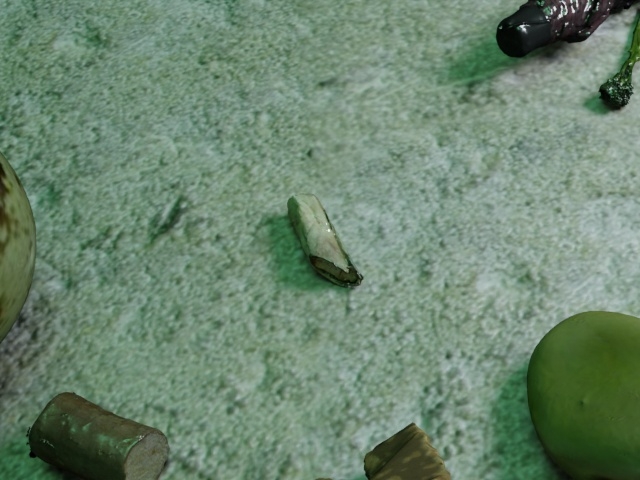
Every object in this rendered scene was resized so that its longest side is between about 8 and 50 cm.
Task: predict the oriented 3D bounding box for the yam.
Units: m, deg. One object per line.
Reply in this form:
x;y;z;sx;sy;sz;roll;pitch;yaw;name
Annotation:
-0.233;0.212;1.538;0.127;0.084;0.084;17;52;25;yam

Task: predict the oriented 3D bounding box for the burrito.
0.000;0.000;1.726;0.055;0.041;0.149;-9;46;-20;burrito

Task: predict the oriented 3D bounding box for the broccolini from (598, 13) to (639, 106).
0.408;-0.247;1.902;0.044;0.042;0.218;15;50;19;broccolini

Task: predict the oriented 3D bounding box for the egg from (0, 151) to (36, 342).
-0.517;0.021;1.570;0.428;0.345;0.345;-18;47;4;egg

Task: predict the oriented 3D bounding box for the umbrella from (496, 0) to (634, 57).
0.353;-0.321;1.928;0.326;0.090;0.094;-32;22;-33;umbrella

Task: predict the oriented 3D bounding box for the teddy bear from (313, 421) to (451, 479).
0.094;0.315;1.372;0.246;0.222;0.296;-28;7;-9;teddy bear

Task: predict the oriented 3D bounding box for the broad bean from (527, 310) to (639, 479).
0.311;0.172;1.497;0.189;0.121;0.263;-20;33;-4;broad bean
